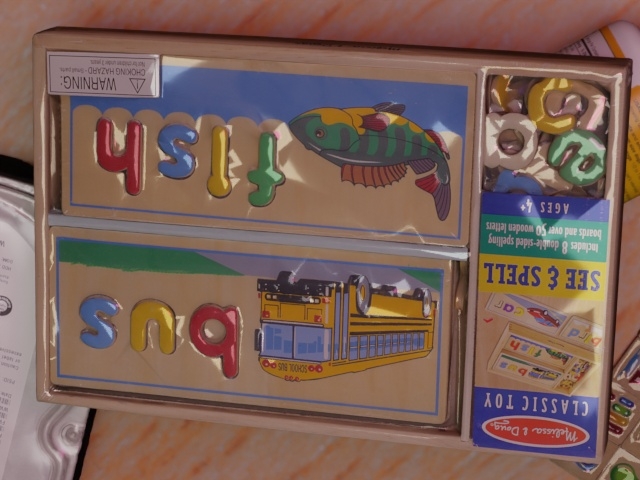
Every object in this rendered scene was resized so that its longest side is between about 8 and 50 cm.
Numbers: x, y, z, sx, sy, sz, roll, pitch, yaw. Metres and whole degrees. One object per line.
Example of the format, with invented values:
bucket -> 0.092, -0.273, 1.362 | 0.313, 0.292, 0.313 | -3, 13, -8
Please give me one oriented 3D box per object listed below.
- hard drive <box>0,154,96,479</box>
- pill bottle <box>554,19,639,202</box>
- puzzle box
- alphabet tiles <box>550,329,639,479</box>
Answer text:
hard drive -> -0.283, 0.099, 1.425 | 0.237, 0.064, 0.339 | 16, 105, -1
pill bottle -> 0.185, -0.077, 1.326 | 0.215, 0.117, 0.117 | -28, 101, 10
puzzle box -> 0.000, 0.000, 1.287 | 0.409, 0.052, 0.272 | 4, 104, 13
alphabet tiles -> 0.321, 0.124, 1.427 | 0.198, 0.009, 0.237 | 32, 103, -5
